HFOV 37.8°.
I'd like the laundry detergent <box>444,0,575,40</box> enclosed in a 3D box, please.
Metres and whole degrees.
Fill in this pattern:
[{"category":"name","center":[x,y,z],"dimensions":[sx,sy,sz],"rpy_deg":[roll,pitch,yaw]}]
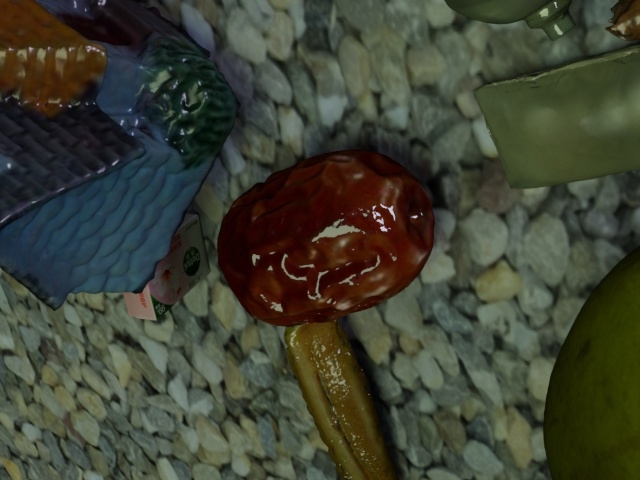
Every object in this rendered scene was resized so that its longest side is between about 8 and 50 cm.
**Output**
[{"category":"laundry detergent","center":[0.137,-0.280,0.783],"dimensions":[0.253,0.091,0.181],"rpy_deg":[53,147,-8]}]

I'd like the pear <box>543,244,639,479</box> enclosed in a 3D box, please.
[{"category":"pear","center":[0.364,0.153,0.774],"dimensions":[0.352,0.352,0.413],"rpy_deg":[36,138,8]}]

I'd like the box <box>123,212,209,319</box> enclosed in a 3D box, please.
[{"category":"box","center":[-0.193,0.029,1.149],"dimensions":[0.043,0.125,0.089],"rpy_deg":[6,121,27]}]

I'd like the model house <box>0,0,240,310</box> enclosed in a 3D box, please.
[{"category":"model house","center":[-0.337,-0.134,0.943],"dimensions":[0.360,0.339,0.297],"rpy_deg":[38,109,18]}]

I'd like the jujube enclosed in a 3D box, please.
[{"category":"jujube","center":[0.000,0.000,0.993],"dimensions":[0.250,0.174,0.174],"rpy_deg":[-16,108,40]}]

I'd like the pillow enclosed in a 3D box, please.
[{"category":"pillow","center":[0.249,-0.112,0.855],"dimensions":[0.208,0.053,0.119],"rpy_deg":[-11,109,38]}]

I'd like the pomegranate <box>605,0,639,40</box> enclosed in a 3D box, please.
[{"category":"pomegranate","center":[0.348,-0.173,0.681],"dimensions":[0.207,0.207,0.207],"rpy_deg":[14,123,23]}]

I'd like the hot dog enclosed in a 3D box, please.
[{"category":"hot dog","center":[0.029,0.213,1.159],"dimensions":[0.083,0.068,0.289],"rpy_deg":[-20,110,0]}]
